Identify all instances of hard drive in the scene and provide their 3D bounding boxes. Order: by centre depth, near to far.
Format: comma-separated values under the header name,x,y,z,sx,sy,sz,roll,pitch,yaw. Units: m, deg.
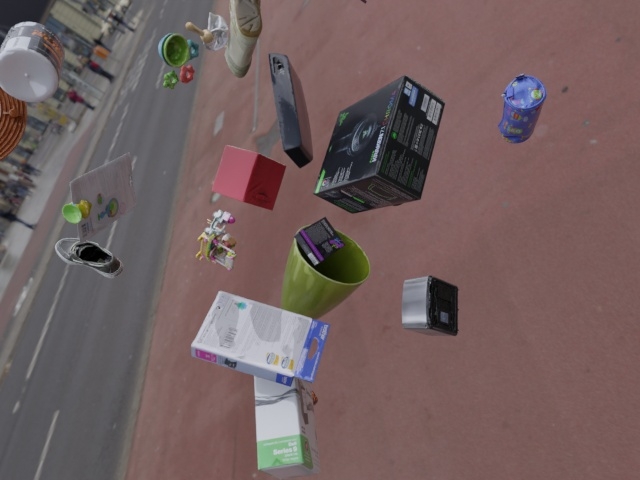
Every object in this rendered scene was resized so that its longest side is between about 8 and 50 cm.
name,x,y,z,sx,sy,sz,roll,pitch,yaw
hard drive,-0.071,-0.327,1.207,0.054,0.172,0.254,-11,80,10

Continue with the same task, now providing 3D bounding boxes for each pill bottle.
name,x,y,z,sx,sy,sz,roll,pitch,yaw
pill bottle,-0.695,-0.444,1.152,0.130,0.130,0.245,-47,42,20

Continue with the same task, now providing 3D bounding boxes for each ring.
name,x,y,z,sx,sy,sz,roll,pitch,yaw
ring,-0.889,-0.328,1.129,0.032,0.337,0.336,0,65,54

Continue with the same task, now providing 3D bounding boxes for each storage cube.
name,x,y,z,sx,sy,sz,roll,pitch,yaw
storage cube,-0.279,-0.245,1.879,0.215,0.184,0.193,19,93,34

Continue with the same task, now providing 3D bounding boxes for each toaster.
name,x,y,z,sx,sy,sz,roll,pitch,yaw
toaster,0.341,0.206,1.482,0.110,0.186,0.168,-14,64,44

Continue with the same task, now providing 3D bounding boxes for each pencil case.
name,x,y,z,sx,sy,sz,roll,pitch,yaw
pencil case,0.677,-0.438,1.621,0.133,0.306,0.119,11,82,19

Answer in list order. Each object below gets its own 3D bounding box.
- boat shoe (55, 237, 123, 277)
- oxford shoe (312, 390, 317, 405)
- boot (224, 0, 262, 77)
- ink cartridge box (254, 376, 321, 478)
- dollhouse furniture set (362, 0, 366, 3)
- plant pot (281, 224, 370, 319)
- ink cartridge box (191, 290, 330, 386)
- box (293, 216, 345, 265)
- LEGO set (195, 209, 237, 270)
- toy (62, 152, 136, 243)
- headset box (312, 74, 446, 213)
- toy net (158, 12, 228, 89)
name,x,y,z,sx,sy,sz,roll,pitch,yaw
boat shoe,-0.639,0.032,1.302,0.219,0.070,0.077,18,59,15
oxford shoe,-0.063,0.522,1.572,0.271,0.098,0.096,107,139,-76
boot,-0.188,-0.520,1.141,0.165,0.077,0.213,130,137,-62
ink cartridge box,-0.092,0.476,1.300,0.122,0.211,0.289,-13,57,7
dollhouse furniture set,0.062,-0.580,1.006,0.114,0.091,0.081,48,117,21
plant pot,-0.020,0.143,1.634,0.293,0.275,0.274,-59,28,34
ink cartridge box,-0.146,0.252,1.214,0.185,0.311,0.065,-70,-8,-46
box,0.000,0.000,1.512,0.029,0.116,0.162,-37,-3,41
LEGO set,-0.267,0.026,1.350,0.132,0.107,0.287,-59,-5,-16
toy,-0.497,-0.103,1.067,0.237,0.056,0.136,-78,-8,-65
headset box,0.126,-0.210,1.126,0.283,0.131,0.246,-6,63,60
toy net,-0.270,-0.431,1.076,0.045,0.122,0.232,20,48,27
